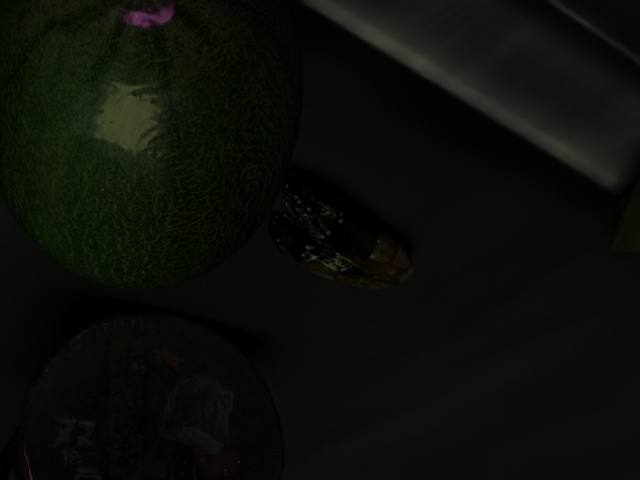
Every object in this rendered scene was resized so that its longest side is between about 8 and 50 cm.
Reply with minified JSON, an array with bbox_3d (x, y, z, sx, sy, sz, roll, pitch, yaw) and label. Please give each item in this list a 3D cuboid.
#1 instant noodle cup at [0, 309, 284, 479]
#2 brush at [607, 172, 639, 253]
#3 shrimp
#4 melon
[{"bbox_3d":[-0.163,0.188,1.451,0.217,0.217,0.207,15,157,-17],"label":"instant noodle cup"},{"bbox_3d":[0.223,-0.055,1.128,0.034,0.028,0.190,5,144,-6],"label":"brush"},{"bbox_3d":[0.000,0.000,1.251,0.091,0.034,0.161,-12,147,30],"label":"shrimp"},{"bbox_3d":[-0.101,-0.072,0.992,0.182,0.182,0.288,8,149,-4],"label":"melon"}]
